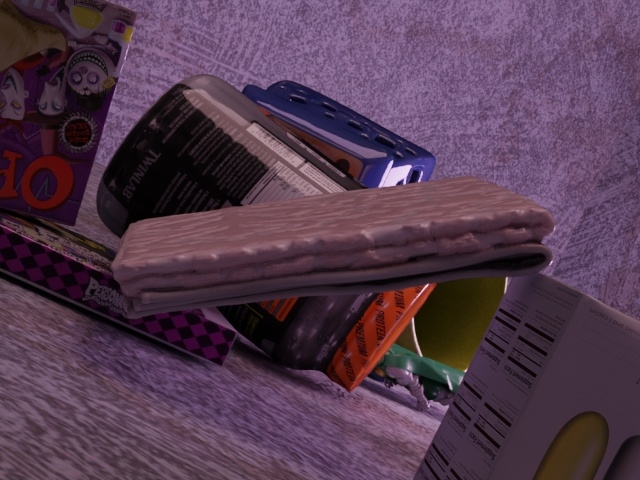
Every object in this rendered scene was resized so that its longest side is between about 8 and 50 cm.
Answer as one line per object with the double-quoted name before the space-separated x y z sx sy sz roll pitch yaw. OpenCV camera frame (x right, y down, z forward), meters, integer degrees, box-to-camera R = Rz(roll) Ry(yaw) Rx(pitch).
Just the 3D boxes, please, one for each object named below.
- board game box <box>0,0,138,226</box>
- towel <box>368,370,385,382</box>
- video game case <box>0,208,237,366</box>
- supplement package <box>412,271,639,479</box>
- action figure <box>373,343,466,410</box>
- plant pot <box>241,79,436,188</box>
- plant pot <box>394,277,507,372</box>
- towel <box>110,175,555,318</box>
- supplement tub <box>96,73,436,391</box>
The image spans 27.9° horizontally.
"board game box" -0.346 -0.154 1.101 0.347 0.208 0.056 15 7 -29
"towel" 0.041 0.144 1.660 0.119 0.029 0.067 27 3 14
"video game case" -0.202 0.034 1.188 0.232 0.042 0.210 26 1 -16
"supplement package" 0.202 0.156 0.943 0.194 0.203 0.149 26 3 -10
"action figure" 0.115 0.166 1.566 0.232 0.063 0.137 30 1 -39
"plant pot" -0.021 -0.053 1.580 0.236 0.236 0.212 28 9 14
"plant pot" 0.093 0.049 1.986 0.293 0.275 0.275 10 -9 36
"towel" 0.000 0.000 1.067 0.332 0.053 0.317 -7 8 -4
"supplement tub" -0.052 -0.005 1.372 0.338 0.207 0.207 38 4 9
